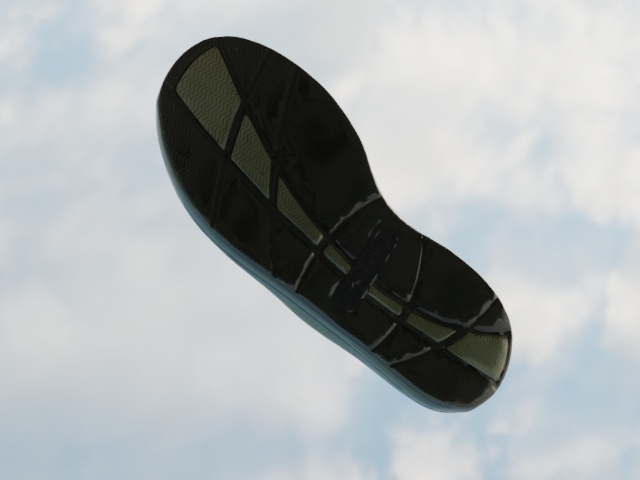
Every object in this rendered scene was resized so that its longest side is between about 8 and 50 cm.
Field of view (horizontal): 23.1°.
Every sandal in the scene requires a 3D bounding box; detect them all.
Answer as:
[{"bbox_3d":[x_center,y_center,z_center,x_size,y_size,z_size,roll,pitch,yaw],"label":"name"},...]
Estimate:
[{"bbox_3d":[0.000,0.002,1.016,0.120,0.303,0.086,-48,-162,-19],"label":"sandal"}]
